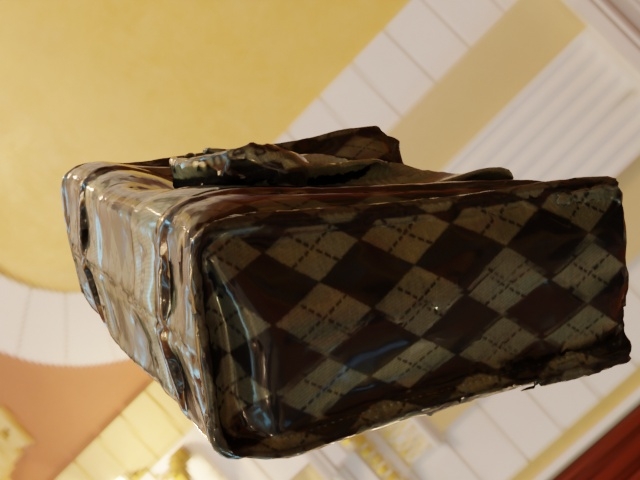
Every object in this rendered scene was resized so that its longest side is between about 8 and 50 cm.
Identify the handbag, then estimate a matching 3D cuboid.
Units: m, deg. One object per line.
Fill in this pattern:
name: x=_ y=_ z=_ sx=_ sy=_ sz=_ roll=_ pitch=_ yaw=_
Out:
handbag: x=0.000 y=0.000 z=0.881 sx=0.416 sy=0.317 sz=0.180 roll=-158 pitch=58 yaw=-66
